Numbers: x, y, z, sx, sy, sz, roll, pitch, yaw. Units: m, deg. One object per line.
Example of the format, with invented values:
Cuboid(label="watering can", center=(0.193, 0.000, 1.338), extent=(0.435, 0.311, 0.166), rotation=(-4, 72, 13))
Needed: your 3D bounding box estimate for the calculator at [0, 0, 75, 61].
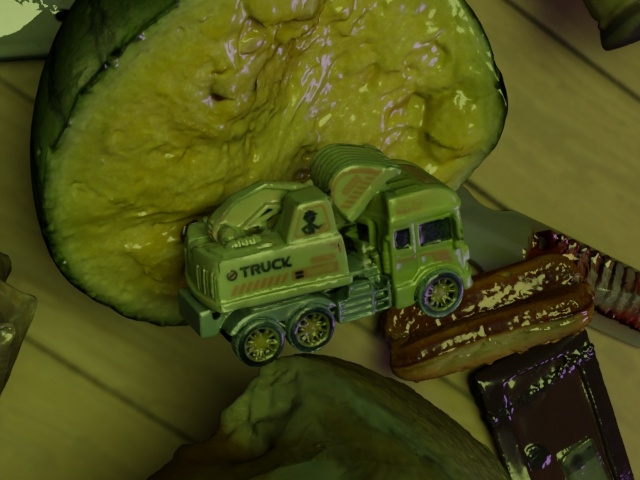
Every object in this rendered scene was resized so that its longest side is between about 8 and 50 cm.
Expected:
Cuboid(label="calculator", center=(-0.188, -0.189, 1.140), extent=(0.210, 0.039, 0.121), rotation=(-6, 90, -21))

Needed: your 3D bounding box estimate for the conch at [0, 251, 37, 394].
Cuboid(label="conch", center=(-0.277, 0.045, 1.004), extent=(0.186, 0.263, 0.324), rotation=(-12, 128, -42))

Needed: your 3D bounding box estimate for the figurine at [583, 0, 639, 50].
Cuboid(label="figurine", center=(0.197, -0.333, 1.208), extent=(0.248, 0.203, 0.380), rotation=(-20, 95, -24))

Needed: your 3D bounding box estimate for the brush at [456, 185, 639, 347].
Cuboid(label="brush", center=(0.140, 0.001, 1.249), extent=(0.321, 0.050, 0.060), rotation=(24, 82, -17))

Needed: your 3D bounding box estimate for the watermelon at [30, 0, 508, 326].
Cuboid(label="watermelon", center=(-0.053, -0.105, 1.092), extent=(0.331, 0.331, 0.189), rotation=(-6, 46, -21))

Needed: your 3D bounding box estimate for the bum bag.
Cuboid(label="bum bag", center=(0.186, 0.155, 1.269), extent=(0.109, 0.026, 0.159), rotation=(-22, 100, -20))

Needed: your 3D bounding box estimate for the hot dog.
Cuboid(label="hot dog", center=(0.127, 0.057, 1.205), extent=(0.165, 0.045, 0.071), rotation=(-17, 51, 1))

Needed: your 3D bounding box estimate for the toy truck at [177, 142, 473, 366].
Cuboid(label="toy truck", center=(0.000, 0.000, 1.037), extent=(0.191, 0.085, 0.116), rotation=(-14, 117, -19))

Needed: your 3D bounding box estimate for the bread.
Cuboid(label="bread", center=(-0.008, 0.229, 1.029), extent=(0.239, 0.264, 0.395), rotation=(30, 68, 15))
